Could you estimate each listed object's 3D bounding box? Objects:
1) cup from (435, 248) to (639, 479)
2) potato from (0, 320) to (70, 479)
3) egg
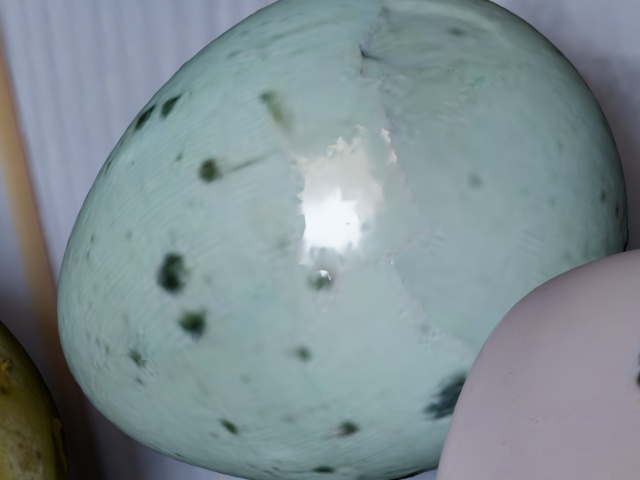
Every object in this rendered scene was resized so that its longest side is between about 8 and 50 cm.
[{"bbox_3d":[0.125,0.097,0.363,0.200,0.253,0.191,-3,111,25],"label":"cup"},{"bbox_3d":[-0.214,0.064,0.575,0.369,0.176,0.195,26,125,35],"label":"potato"},{"bbox_3d":[0.000,0.000,0.508,0.164,0.131,0.131,-16,68,25],"label":"egg"}]
